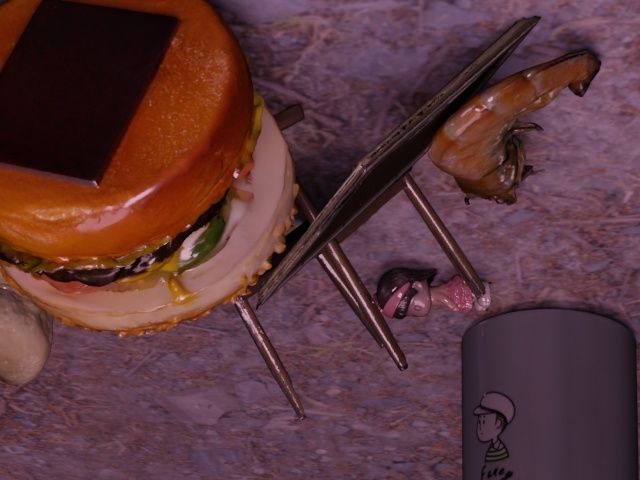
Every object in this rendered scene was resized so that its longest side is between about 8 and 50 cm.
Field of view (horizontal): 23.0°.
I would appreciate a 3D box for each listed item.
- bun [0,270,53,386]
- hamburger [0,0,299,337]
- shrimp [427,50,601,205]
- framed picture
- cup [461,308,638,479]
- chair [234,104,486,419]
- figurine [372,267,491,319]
[{"bbox_3d":[-0.392,0.069,1.677,0.229,0.145,0.229,18,-179,0],"label":"bun"},{"bbox_3d":[-0.162,-0.061,1.284,0.291,0.291,0.225,-4,147,9],"label":"hamburger"},{"bbox_3d":[0.185,-0.099,1.411,0.169,0.058,0.296,-31,165,7],"label":"shrimp"},{"bbox_3d":[0.061,-0.069,1.310,0.016,0.273,0.216,44,138,4],"label":"framed picture"},{"bbox_3d":[0.263,0.253,1.797,0.205,0.312,0.205,2,153,1],"label":"cup"},{"bbox_3d":[0.000,0.000,1.523,0.188,0.166,0.272,-30,96,45],"label":"chair"},{"bbox_3d":[0.121,0.058,1.722,0.129,0.054,0.072,-3,166,-7],"label":"figurine"}]
